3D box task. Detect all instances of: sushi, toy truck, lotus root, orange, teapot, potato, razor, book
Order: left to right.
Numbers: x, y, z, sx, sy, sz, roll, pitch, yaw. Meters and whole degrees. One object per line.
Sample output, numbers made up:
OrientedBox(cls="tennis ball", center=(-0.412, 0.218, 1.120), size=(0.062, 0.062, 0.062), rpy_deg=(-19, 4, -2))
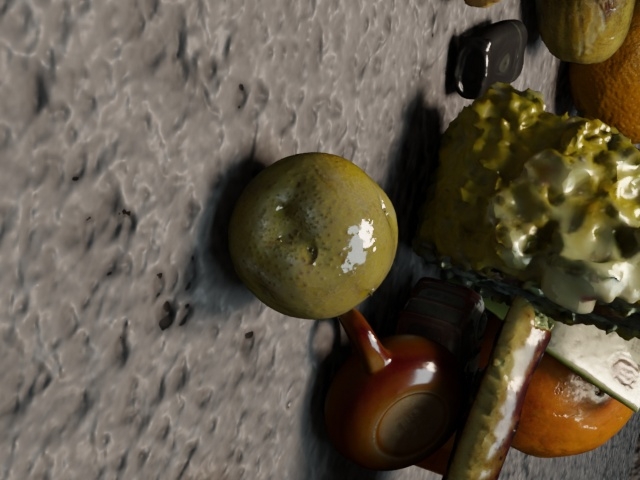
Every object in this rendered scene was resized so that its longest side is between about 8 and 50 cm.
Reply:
OrientedBox(cls="potato", center=(0.000, 0.000, 0.995), size=(0.194, 0.157, 0.157), rpy_deg=(19, 86, -76))
OrientedBox(cls="teapot", center=(0.073, 0.169, 1.234), size=(0.178, 0.135, 0.252), rpy_deg=(-33, 124, -9))
OrientedBox(cls="toy truck", center=(0.152, 0.189, 1.392), size=(0.135, 0.114, 0.270), rpy_deg=(-49, 146, -47))
OrientedBox(cls="razor", center=(0.220, -0.236, 1.356), size=(0.148, 0.054, 0.090), rpy_deg=(-32, 131, -51))
OrientedBox(cls="orange", center=(0.376, 0.205, 1.644), size=(0.284, 0.226, 0.284), rpy_deg=(-6, 107, -21))
OrientedBox(cls="book", center=(0.372, 0.067, 1.536), size=(0.239, 0.352, 0.035), rpy_deg=(-58, -173, -29))
OrientedBox(cls="sushi", center=(0.320, -0.020, 1.289), size=(0.351, 0.396, 0.240), rpy_deg=(50, 58, -80))
OrientedBox(cls="lotus root", center=(0.374, -0.374, 1.470), size=(0.154, 0.154, 0.278), rpy_deg=(-52, 150, -36))
OrientedBox(cls="orange", center=(0.538, -0.278, 1.724), size=(0.264, 0.264, 0.264), rpy_deg=(-37, 134, -50))

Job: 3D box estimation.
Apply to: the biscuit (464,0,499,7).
OrientedBox(cls="biscuit", center=(0.249, -0.406, 1.286), size=(0.274, 0.091, 0.213), rpy_deg=(-28, 130, -53))

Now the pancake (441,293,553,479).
OrientedBox(cls="pancake", center=(0.202, 0.266, 1.289), size=(0.305, 0.067, 0.427), rpy_deg=(-6, 115, -73))
